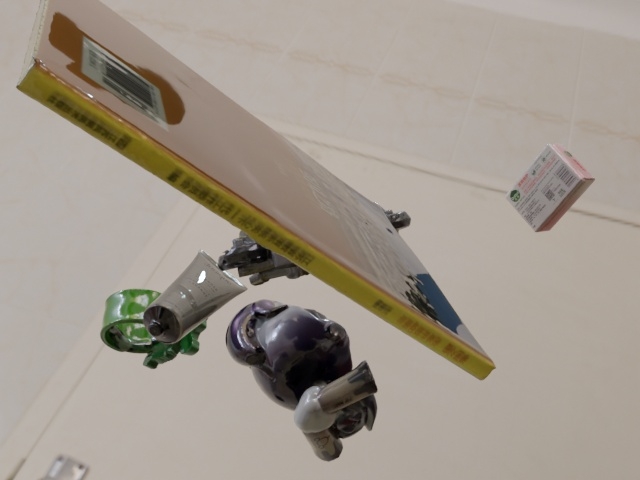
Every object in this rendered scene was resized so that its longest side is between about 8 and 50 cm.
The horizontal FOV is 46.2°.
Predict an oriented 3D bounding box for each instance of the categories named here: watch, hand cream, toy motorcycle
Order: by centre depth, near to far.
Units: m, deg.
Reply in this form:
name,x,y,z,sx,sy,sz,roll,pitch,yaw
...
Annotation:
name,x,y,z,sx,sy,sz,roll,pitch,yaw
toy motorcycle,0.000,0.000,0.872,0.225,0.152,0.073,-14,-92,13
hand cream,-0.165,0.074,0.968,0.087,0.186,0.054,39,-59,2
watch,-0.308,0.141,1.360,0.165,0.131,0.152,-25,-44,31

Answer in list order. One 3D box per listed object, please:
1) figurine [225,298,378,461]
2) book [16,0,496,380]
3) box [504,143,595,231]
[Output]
name,x,y,z,sx,sy,sz,roll,pitch,yaw
figurine,-0.031,0.158,0.936,0.145,0.222,0.145,-16,-52,-21
book,-0.044,-0.053,0.563,0.374,0.262,0.028,34,-77,-30
box,0.376,-0.086,1.237,0.089,0.043,0.125,58,-48,29
